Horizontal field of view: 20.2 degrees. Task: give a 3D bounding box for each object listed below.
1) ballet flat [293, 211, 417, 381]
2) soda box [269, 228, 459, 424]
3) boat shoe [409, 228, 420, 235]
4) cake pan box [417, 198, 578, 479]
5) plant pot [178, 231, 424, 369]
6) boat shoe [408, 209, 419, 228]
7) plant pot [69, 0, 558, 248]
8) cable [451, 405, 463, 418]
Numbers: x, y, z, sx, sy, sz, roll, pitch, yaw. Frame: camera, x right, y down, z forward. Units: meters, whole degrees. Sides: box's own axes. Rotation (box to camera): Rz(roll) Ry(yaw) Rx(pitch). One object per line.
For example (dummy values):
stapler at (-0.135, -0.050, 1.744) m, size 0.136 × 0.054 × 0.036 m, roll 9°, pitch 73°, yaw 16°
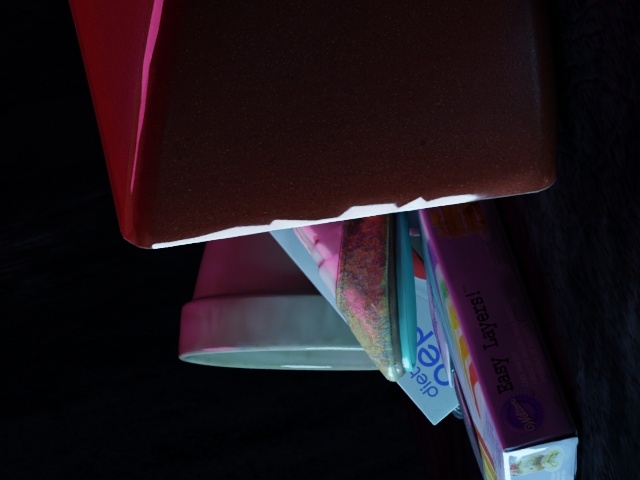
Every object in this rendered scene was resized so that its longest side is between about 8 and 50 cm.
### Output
ballet flat at (0.029, -0.055, 1.542) m, size 0.123 × 0.123 × 0.349 m, roll 156°, pitch 115°, yaw -88°
soda box at (0.051, 0.038, 1.745) m, size 0.286 × 0.098 × 0.091 m, roll 50°, pitch 180°, yaw -3°
boat shoe at (0.096, -0.046, 1.871) m, size 0.063 × 0.066 × 0.184 m, roll 59°, pitch -177°, yaw -29°
cake pan box at (0.150, 0.114, 1.526) m, size 0.267 × 0.070 × 0.246 m, roll 77°, pitch 178°, yaw -62°
plant pot at (0.000, 0.000, 2.045) m, size 0.323 × 0.323 × 0.280 m, roll 89°, pitch -179°, yaw -83°
boat shoe at (0.081, -0.106, 1.694) m, size 0.076 × 0.080 × 0.228 m, roll -62°, pitch -30°, yaw -30°
plant pot at (-0.008, -0.187, 1.054) m, size 0.236 × 0.267 × 0.267 m, roll 95°, pitch 163°, yaw -48°
cable at (0.147, 0.150, 2.238) m, size 0.150 × 0.047 × 0.184 m, roll 76°, pitch 177°, yaw -50°
